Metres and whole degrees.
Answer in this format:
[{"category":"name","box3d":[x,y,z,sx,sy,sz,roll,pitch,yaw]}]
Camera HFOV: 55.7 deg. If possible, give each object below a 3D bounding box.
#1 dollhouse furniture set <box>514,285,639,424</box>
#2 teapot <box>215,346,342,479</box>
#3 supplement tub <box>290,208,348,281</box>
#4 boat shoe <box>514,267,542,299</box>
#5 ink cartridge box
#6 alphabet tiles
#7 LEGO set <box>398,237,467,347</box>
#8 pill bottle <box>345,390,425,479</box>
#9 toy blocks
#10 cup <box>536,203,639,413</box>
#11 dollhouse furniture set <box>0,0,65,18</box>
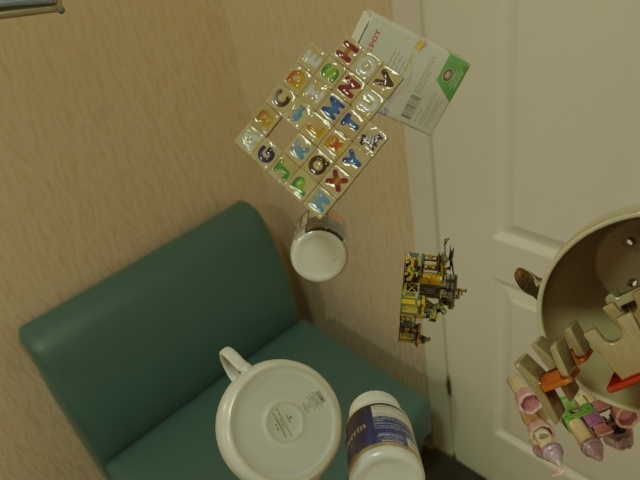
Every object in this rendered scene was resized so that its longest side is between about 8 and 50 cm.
[{"category":"dollhouse furniture set","box3d":[0.428,0.133,0.782,0.262,0.135,0.259,-37,-12,35]},{"category":"teapot","box3d":[-0.092,0.351,1.163,0.252,0.187,0.256,15,67,-13]},{"category":"supplement tub","box3d":[0.000,0.000,1.263,0.117,0.117,0.190,-8,19,5]},{"category":"boat shoe","box3d":[0.606,0.132,1.693,0.049,0.056,0.152,4,35,-37]},{"category":"ink cartridge box","box3d":[0.146,-0.318,1.150,0.212,0.154,0.093,19,26,-17]},{"category":"alphabet tiles","box3d":[0.006,-0.183,0.913,0.198,0.009,0.237,43,100,19]},{"category":"LEGO set","box3d":[0.334,0.172,1.775,0.192,0.331,0.255,5,55,9]},{"category":"pill bottle","box3d":[0.131,0.445,1.313,0.153,0.153,0.265,-10,14,2]},{"category":"toy blocks","box3d":[0.682,0.486,1.560,0.288,0.309,0.260,-21,19,3]},{"category":"cup","box3d":[0.530,0.074,0.973,0.331,0.331,0.237,5,22,22]},{"category":"dollhouse furniture set","box3d":[-0.375,-0.397,0.675,0.286,0.304,0.198,-1,-4,9]}]
